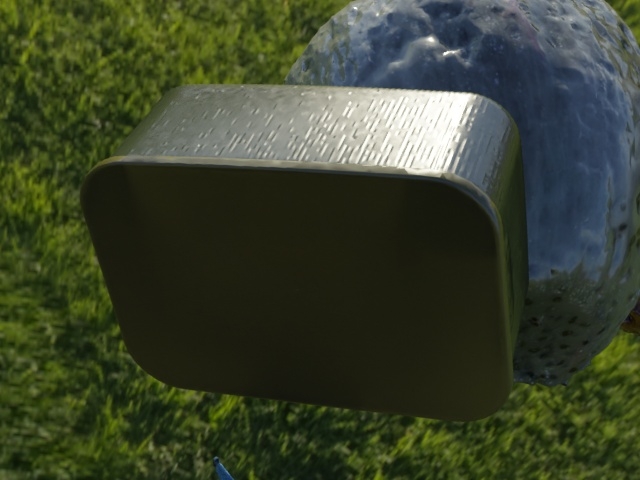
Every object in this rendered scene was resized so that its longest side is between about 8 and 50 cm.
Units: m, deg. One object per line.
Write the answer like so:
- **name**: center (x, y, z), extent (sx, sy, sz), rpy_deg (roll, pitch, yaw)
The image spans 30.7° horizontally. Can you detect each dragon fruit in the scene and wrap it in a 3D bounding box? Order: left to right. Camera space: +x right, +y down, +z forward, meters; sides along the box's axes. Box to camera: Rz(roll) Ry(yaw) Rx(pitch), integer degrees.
- **dragon fruit**: center (0.123, -0.045, 0.778), extent (0.283, 0.204, 0.221), rpy_deg (5, 46, -23)

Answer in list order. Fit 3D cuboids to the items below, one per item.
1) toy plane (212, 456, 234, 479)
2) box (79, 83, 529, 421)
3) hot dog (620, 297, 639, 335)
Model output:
- **toy plane**: center (-0.128, 0.316, 1.201), extent (0.254, 0.271, 0.105), rpy_deg (-16, 62, -51)
- **box**: center (0.000, 0.000, 0.569), extent (0.201, 0.144, 0.090), rpy_deg (3, 38, 20)
- **hot dog**: center (0.324, 0.071, 1.357), extent (0.216, 0.066, 0.047), rpy_deg (22, 42, 13)
